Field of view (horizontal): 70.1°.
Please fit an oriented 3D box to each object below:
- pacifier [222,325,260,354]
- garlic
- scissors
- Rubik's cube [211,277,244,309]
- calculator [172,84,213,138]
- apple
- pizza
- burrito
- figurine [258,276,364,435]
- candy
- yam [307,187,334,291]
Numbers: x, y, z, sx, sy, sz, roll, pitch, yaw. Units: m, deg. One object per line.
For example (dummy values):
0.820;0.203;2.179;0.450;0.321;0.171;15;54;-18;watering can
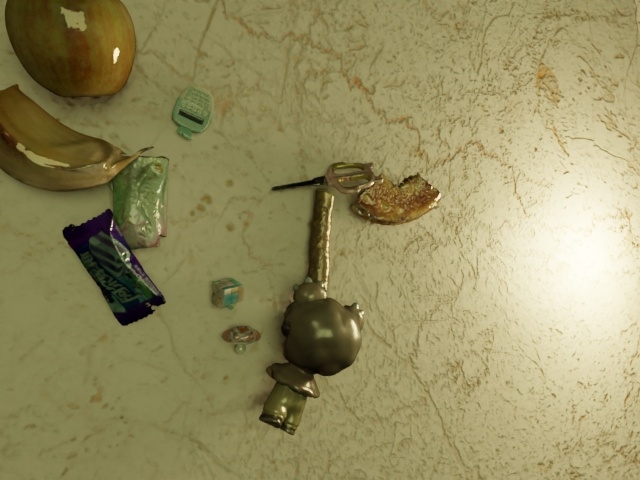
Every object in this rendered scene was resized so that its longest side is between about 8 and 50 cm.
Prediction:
-0.206;0.264;1.186;0.099;0.081;0.078;2;112;-23;pacifier
-0.572;-0.202;1.001;0.338;0.151;0.196;24;77;-10;garlic
0.016;-0.172;1.310;0.317;0.160;0.024;-10;133;-10;scissors
-0.241;0.141;1.178;0.075;0.084;0.073;-4;108;-27;Rubik's cube
-0.337;-0.339;1.205;0.095;0.021;0.153;22;76;-20;calculator
-0.543;-0.445;1.013;0.256;0.257;0.234;-13;123;-24;apple
0.235;-0.128;1.403;0.304;0.085;0.162;-6;99;-17;pizza
-0.437;-0.093;1.105;0.143;0.089;0.229;-3;83;-20;burrito
-0.031;0.302;1.183;0.248;0.203;0.381;33;74;-21;figurine
-0.481;0.064;1.064;0.145;0.070;0.276;-26;97;18;candy
0.000;0.000;1.301;0.066;0.066;0.300;7;83;-23;yam
